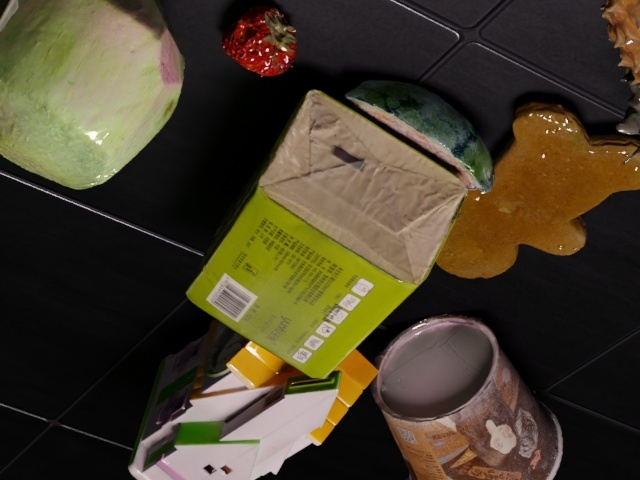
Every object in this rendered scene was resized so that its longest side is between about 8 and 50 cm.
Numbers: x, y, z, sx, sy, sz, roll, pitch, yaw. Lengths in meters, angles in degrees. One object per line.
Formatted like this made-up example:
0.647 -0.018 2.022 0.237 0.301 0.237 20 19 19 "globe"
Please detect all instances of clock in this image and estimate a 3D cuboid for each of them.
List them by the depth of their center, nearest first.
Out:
-0.072 0.177 2.004 0.309 0.235 0.166 -34 115 28 "clock"

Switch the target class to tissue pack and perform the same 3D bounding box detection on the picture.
0.000 0.000 1.739 0.200 0.167 0.274 31 147 -5 "tissue pack"

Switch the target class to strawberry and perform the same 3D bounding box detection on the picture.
-0.065 -0.198 1.620 0.083 0.073 0.073 -11 143 41 "strawberry"

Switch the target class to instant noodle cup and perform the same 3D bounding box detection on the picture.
0.179 0.221 2.057 0.217 0.217 0.207 -12 134 21 "instant noodle cup"

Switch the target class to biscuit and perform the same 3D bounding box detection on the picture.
0.225 -0.051 1.805 0.197 0.049 0.301 27 138 -14 "biscuit"

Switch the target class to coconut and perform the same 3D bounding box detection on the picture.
-0.232 -0.173 1.557 0.205 0.236 0.236 32 140 0 "coconut"

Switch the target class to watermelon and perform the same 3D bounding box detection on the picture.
0.101 -0.112 1.723 0.187 0.071 0.139 35 153 -9 "watermelon"

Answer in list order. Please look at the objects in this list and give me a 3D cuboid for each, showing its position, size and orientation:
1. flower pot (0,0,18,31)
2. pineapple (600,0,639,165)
-0.368 -0.282 1.431 0.209 0.189 0.239 21 139 -21 "flower pot"
0.354 -0.175 1.554 0.169 0.169 0.340 -4 151 10 "pineapple"
